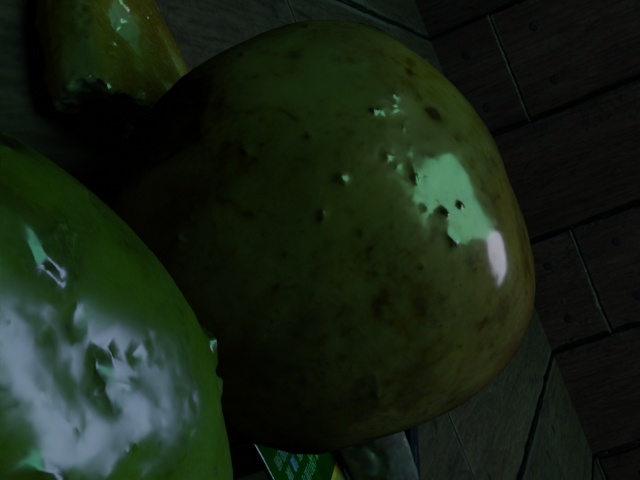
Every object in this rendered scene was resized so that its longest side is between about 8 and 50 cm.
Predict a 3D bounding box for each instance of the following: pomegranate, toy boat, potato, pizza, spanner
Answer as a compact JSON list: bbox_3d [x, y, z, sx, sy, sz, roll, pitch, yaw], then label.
[{"bbox_3d":[0.000,0.000,0.667,0.281,0.281,0.281,57,21,-35],"label":"pomegranate"},{"bbox_3d":[0.020,0.138,0.876,0.155,0.085,0.227,-105,177,-75],"label":"toy boat"},{"bbox_3d":[-0.128,0.062,0.387,0.253,0.148,0.186,61,35,-28],"label":"potato"},{"bbox_3d":[-0.141,-0.135,0.741,0.161,0.062,0.182,34,33,-51],"label":"pizza"},{"bbox_3d":[0.100,0.225,1.116,0.046,0.012,0.208,60,19,-30],"label":"spanner"}]

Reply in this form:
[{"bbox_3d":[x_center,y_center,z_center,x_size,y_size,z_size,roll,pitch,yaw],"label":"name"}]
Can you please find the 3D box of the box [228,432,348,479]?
[{"bbox_3d":[0.003,0.224,0.780,0.235,0.034,0.132,65,16,-11],"label":"box"}]
